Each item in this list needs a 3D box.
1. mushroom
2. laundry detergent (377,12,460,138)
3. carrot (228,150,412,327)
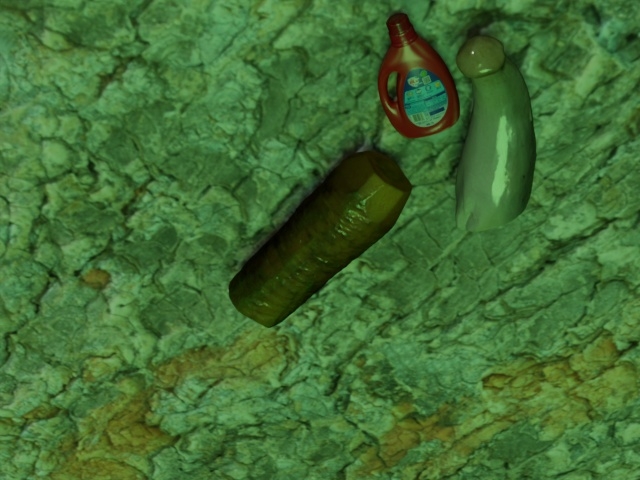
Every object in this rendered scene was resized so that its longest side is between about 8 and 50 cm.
[{"bbox_3d":[0.225,-0.142,1.463,0.103,0.118,0.270,21,129,39],"label":"mushroom"},{"bbox_3d":[0.115,-0.212,1.447,0.097,0.049,0.165,-17,123,13],"label":"laundry detergent"},{"bbox_3d":[0.000,0.000,1.563,0.114,0.114,0.302,32,122,-22],"label":"carrot"}]
